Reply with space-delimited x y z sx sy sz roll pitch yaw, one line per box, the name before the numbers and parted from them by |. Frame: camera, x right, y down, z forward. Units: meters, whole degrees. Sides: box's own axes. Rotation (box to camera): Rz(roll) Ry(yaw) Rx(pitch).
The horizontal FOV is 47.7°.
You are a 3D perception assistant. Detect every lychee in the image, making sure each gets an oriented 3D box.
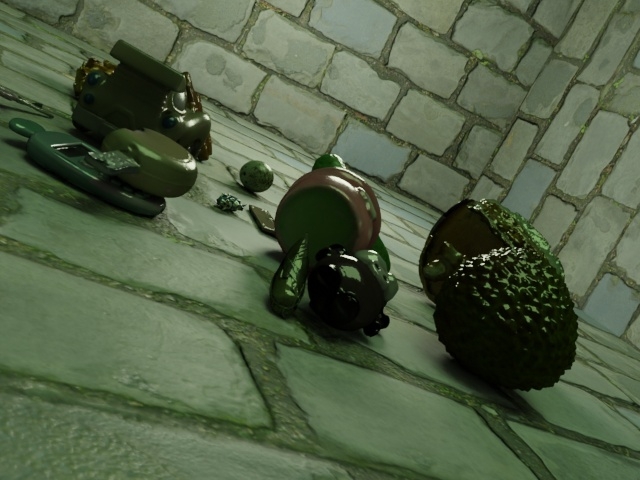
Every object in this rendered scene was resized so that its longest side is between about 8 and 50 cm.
lychee | 0.338 0.137 1.357 0.270 0.270 0.320 22 46 -28

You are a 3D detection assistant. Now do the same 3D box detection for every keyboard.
keyboard | -0.124 -0.043 1.638 0.055 0.017 0.166 19 14 -22

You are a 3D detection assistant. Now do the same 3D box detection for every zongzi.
zongzi | -0.044 0.052 1.136 0.055 0.119 0.109 19 14 -4

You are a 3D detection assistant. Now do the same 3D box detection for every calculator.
calculator | -0.406 -0.127 1.267 0.298 0.041 0.185 30 11 -3

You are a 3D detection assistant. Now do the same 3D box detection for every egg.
egg | -0.172 -0.171 1.921 0.085 0.085 0.110 20 0 -37

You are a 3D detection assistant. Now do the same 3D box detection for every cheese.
cheese | -0.313 -0.136 1.234 0.163 0.082 0.286 33 11 9

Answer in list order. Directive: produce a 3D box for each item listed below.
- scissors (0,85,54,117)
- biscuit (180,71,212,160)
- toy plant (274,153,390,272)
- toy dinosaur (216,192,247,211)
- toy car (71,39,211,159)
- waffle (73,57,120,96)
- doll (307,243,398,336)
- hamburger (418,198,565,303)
scissors | -0.614 -0.289 1.465 0.110 0.021 0.212 32 4 24
biscuit | -0.339 -0.315 1.958 0.049 0.197 0.301 -7 -13 0
toy plant | 0.035 -0.026 1.535 0.317 0.210 0.356 62 7 -2
toy dinosaur | -0.197 -0.081 1.590 0.047 0.031 0.083 34 13 20
toy car | -0.384 -0.305 1.640 0.242 0.226 0.336 29 12 1
waffle | -0.520 -0.403 1.972 0.302 0.068 0.325 8 31 -28
doll | 0.051 0.080 1.231 0.182 0.117 0.257 59 19 9
hamburger | 0.392 0.067 1.736 0.195 0.277 0.318 10 40 -46
